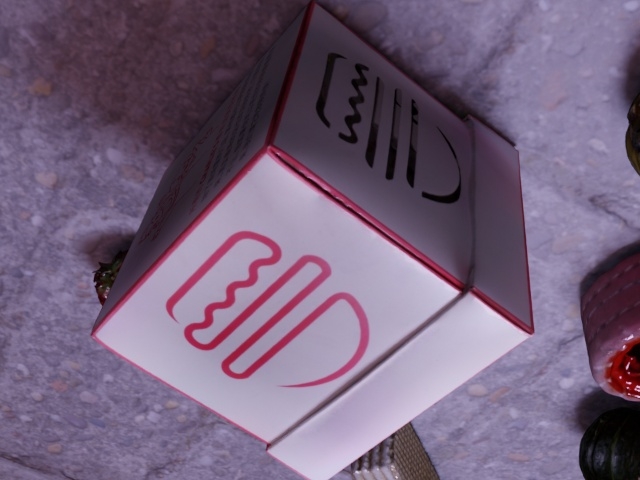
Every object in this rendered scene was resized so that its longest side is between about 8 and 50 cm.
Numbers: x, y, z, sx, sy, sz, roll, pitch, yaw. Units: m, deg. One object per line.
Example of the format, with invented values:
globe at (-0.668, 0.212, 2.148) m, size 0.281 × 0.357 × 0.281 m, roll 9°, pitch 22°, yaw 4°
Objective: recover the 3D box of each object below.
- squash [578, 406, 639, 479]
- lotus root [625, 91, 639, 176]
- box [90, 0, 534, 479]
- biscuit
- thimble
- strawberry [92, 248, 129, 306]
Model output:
squash at (0.449, 0.295, 1.257) m, size 0.193 × 0.193 × 0.156 m, roll 20°, pitch 98°, yaw -8°
lotus root at (0.438, -0.086, 0.935) m, size 0.278 × 0.154 × 0.154 m, roll 21°, pitch 132°, yaw -8°
box at (0.000, 0.000, 0.962) m, size 0.300 × 0.314 × 0.312 m, roll 36°, pitch 124°, yaw -18°
biscuit at (0.150, 0.426, 1.443) m, size 0.078 × 0.144 × 0.426 m, roll -13°, pitch 129°, yaw 19°
thimble at (0.409, 0.103, 1.119) m, size 0.163 × 0.125 × 0.189 m, roll 33°, pitch 129°, yaw -22°
strawberry at (-0.237, 0.059, 1.217) m, size 0.106 × 0.106 × 0.106 m, roll 5°, pitch 132°, yaw 5°
